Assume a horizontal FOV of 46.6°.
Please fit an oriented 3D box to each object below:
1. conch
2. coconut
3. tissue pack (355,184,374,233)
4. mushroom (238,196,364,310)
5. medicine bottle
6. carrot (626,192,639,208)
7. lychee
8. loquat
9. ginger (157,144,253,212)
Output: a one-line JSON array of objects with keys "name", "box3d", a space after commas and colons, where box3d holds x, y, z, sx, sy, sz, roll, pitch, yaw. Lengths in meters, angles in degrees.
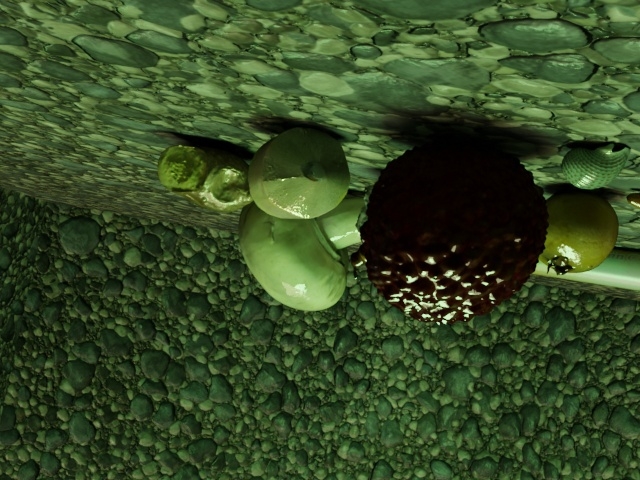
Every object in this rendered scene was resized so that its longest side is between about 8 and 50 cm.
[{"name": "conch", "box3d": [0.360, -0.095, 0.970, 0.076, 0.056, 0.085, -1, -178, -29]}, {"name": "coconut", "box3d": [-0.035, -0.104, 1.175, 0.147, 0.147, 0.153, 12, 173, -22]}, {"name": "tissue pack", "box3d": [0.215, -0.047, 1.428, 0.215, 0.122, 0.257, 5, -179, 28]}, {"name": "mushroom", "box3d": [-0.023, 0.019, 1.714, 0.356, 0.314, 0.315, 11, 175, -16]}, {"name": "medicine bottle", "box3d": [0.709, 0.064, 1.793, 0.426, 0.108, 0.108, 10, 175, 29]}, {"name": "carrot", "box3d": [0.601, -0.041, 1.154, 0.248, 0.043, 0.043, 11, 175, 5]}, {"name": "lychee", "box3d": [0.172, -0.012, 1.056, 0.300, 0.264, 0.264, -18, 164, 22]}, {"name": "loquat", "box3d": [0.423, -0.014, 1.248, 0.137, 0.163, 0.163, 47, 159, -23]}, {"name": "ginger", "box3d": [-0.199, -0.120, 1.480, 0.219, 0.123, 0.270, 13, -175, 7]}]
